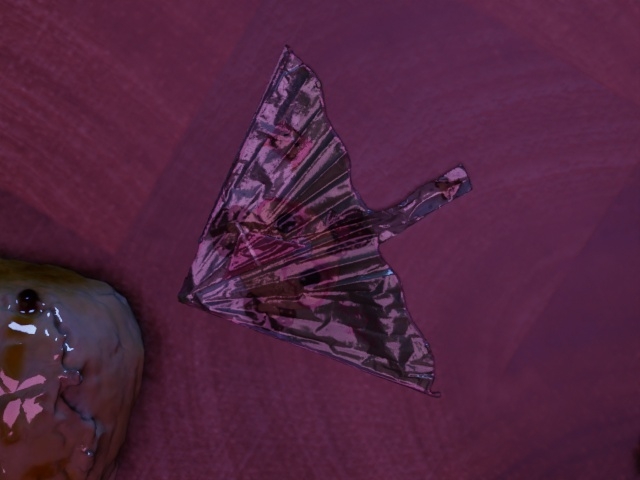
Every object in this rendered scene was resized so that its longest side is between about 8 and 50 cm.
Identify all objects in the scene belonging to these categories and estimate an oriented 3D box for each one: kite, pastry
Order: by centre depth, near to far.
[{"bbox_3d":[-0.286,0.133,1.024,0.255,0.170,0.237,14,96,8],"label":"pastry"},{"bbox_3d":[0.000,0.000,1.060,0.267,0.013,0.323,-21,96,8],"label":"kite"}]
